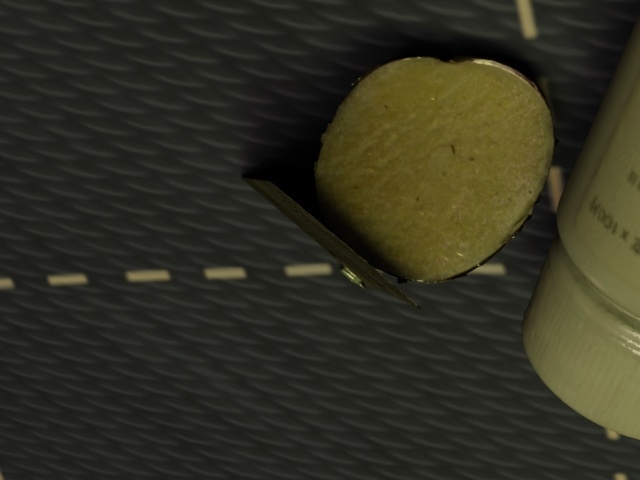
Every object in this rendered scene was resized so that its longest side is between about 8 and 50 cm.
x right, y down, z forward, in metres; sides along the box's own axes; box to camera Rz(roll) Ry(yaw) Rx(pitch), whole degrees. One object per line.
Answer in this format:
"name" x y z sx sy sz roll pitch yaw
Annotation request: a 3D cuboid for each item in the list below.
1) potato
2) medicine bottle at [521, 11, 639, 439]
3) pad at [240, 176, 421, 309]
"potato" 0.095 -0.055 1.312 0.182 0.202 0.117 30 172 9
"medicine bottle" 0.300 -0.038 1.195 0.211 0.211 0.371 21 127 6
"pad" 0.000 0.000 1.335 0.159 0.265 0.009 41 87 -8
